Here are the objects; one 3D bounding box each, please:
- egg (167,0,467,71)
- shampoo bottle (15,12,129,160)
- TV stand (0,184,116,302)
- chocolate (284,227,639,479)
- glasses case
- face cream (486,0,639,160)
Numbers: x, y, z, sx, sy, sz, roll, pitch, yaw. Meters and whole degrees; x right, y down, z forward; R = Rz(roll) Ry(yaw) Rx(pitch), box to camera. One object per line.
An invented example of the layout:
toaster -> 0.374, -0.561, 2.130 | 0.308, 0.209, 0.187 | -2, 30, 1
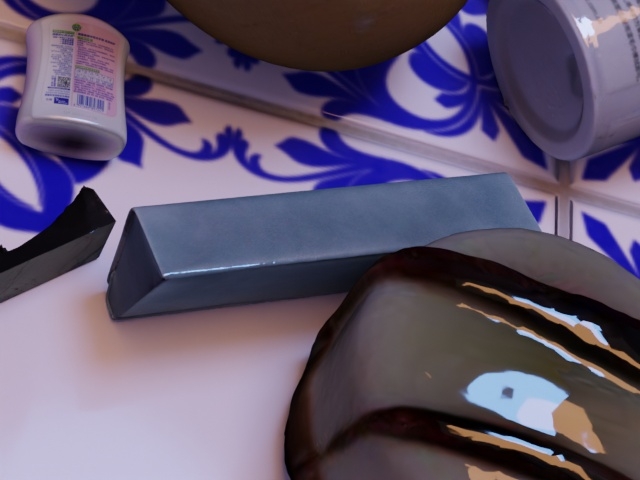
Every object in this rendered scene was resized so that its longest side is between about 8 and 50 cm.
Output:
egg -> -0.011, -0.284, 1.287 | 0.301, 0.374, 0.301 | -16, 40, 14
shampoo bottle -> -0.162, -0.106, 1.303 | 0.072, 0.043, 0.099 | 10, 57, -18
TV stand -> -0.238, 0.036, 1.183 | 0.256, 0.049, 0.040 | -26, 72, -32
chocolate -> 0.125, 0.118, 1.205 | 0.283, 0.186, 0.284 | 11, 58, -18
glasses case -> 0.000, 0.000, 1.270 | 0.266, 0.105, 0.056 | -6, 76, -26
face cream -> 0.314, -0.181, 1.450 | 0.369, 0.145, 0.145 | -19, 70, -19
